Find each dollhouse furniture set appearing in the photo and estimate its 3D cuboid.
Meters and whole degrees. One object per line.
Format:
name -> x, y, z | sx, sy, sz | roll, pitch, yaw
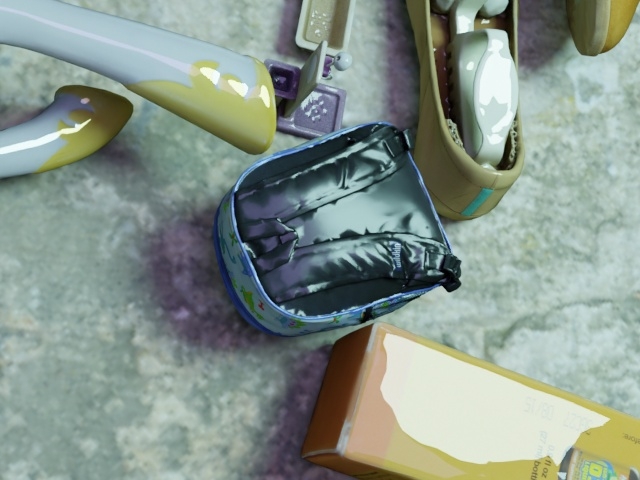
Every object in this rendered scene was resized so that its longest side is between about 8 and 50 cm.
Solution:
dollhouse furniture set -> -0.012, -0.129, 0.713 | 0.091, 0.081, 0.114 | 14, 72, -14

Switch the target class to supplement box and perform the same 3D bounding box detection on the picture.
supplement box -> 0.113, 0.122, 0.693 | 0.233, 0.080, 0.078 | 21, 72, -10

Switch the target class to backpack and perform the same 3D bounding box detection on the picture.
backpack -> 0.000, 0.000, 0.682 | 0.114, 0.084, 0.105 | -18, 82, -25

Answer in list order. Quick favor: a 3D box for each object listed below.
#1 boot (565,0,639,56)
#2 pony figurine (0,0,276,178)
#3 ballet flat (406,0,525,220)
boot -> 0.274, -0.233, 0.803 | 0.211, 0.104, 0.295 | 11, 65, 0
pony figurine -> -0.217, -0.180, 0.586 | 0.363, 0.303, 0.351 | -6, 86, -34
ballet flat -> 0.096, -0.129, 0.752 | 0.080, 0.073, 0.232 | 2, 75, -18
